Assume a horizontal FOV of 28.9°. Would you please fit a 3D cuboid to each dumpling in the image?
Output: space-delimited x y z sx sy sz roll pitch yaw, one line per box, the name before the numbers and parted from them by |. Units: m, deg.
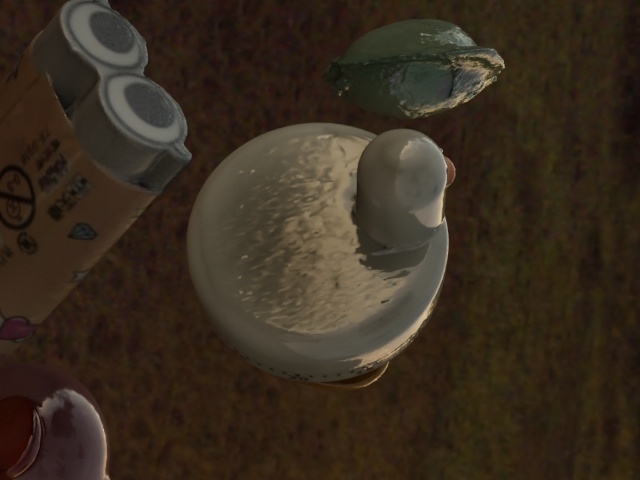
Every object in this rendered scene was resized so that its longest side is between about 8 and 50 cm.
dumpling | 0.115 -0.175 1.312 0.216 0.149 0.105 -3 117 -30

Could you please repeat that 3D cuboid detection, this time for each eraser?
eraser | -0.236 -0.046 1.019 0.087 0.290 0.171 -9 62 -51

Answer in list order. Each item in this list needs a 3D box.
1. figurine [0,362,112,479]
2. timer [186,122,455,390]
figurine | -0.282 0.202 1.191 0.173 0.173 0.173 8 90 -67
timer | 0.000 0.000 1.076 0.240 0.233 0.233 86 20 -65
